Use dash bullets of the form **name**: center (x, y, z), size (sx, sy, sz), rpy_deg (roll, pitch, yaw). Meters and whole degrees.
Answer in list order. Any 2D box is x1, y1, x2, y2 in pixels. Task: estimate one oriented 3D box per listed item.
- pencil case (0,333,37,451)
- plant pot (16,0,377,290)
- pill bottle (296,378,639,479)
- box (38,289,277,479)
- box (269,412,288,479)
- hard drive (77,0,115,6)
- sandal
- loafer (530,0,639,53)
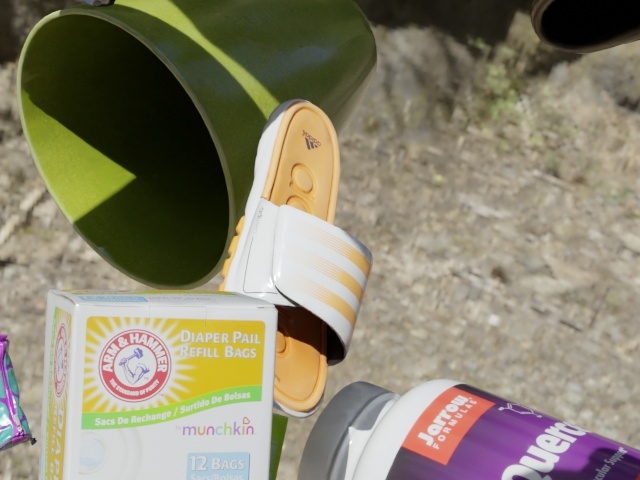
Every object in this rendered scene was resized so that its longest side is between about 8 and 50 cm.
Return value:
- **pencil case**: center (-0.433, 0.208, 1.759), size (0.064, 0.070, 0.152), rpy_deg (-3, 70, -48)
- **plant pot**: center (-0.088, -0.140, 1.251), size (0.274, 0.275, 0.293), rpy_deg (34, 46, 23)
- **pill bottle**: center (0.147, 0.219, 1.004), size (0.323, 0.182, 0.181), rpy_deg (19, 28, 29)
- **box**: center (-0.095, 0.129, 0.722), size (0.114, 0.203, 0.103), rpy_deg (3, 1, -19)
- **box**: center (-0.101, 0.302, 1.627), size (0.042, 0.178, 0.109), rpy_deg (22, -18, -34)
- **hard drive**: center (-0.198, -0.263, 0.837), size (0.254, 0.172, 0.054), rpy_deg (31, -5, 15)
- **sandal**: center (-0.008, -0.005, 0.945), size (0.102, 0.076, 0.265), rpy_deg (30, 51, -35)
- **loafer**: center (0.148, -0.101, 0.397), size (0.096, 0.084, 0.267), rpy_deg (37, -8, -13)
